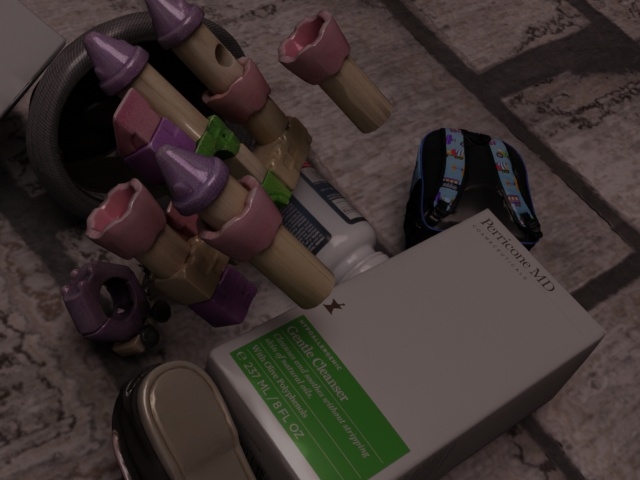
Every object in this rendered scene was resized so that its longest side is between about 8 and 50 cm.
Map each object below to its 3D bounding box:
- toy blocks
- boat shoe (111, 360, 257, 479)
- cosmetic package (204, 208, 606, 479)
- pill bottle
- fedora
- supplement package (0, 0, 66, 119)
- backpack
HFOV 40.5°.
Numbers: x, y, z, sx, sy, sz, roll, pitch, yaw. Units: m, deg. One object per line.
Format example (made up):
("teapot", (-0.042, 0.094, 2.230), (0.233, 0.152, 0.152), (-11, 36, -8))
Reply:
("toy blocks", (-0.143, -0.086, 0.821), (0.260, 0.309, 0.288), (43, 48, -30))
("boat shoe", (-0.092, 0.268, 0.763), (0.112, 0.095, 0.335), (-16, 80, -41))
("cosmetic package", (0.081, 0.139, 0.878), (0.366, 0.155, 0.197), (-27, 63, -29))
("pill bottle", (0.000, 0.000, 0.991), (0.108, 0.108, 0.180), (-31, 66, -32))
("fedora", (-0.222, -0.146, 1.003), (0.275, 0.243, 0.124), (-32, 38, -28))
("supplement package", (-0.458, -0.220, 0.909), (0.293, 0.175, 0.177), (41, 55, -19))
("backpack", (0.179, -0.050, 1.071), (0.158, 0.116, 0.173), (8, 52, -9))
